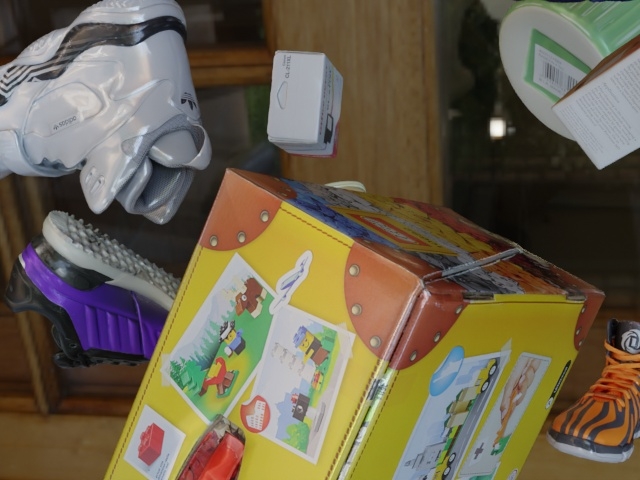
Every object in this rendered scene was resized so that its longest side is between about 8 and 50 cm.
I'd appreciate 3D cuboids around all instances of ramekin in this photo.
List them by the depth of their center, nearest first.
[{"bbox_3d":[0.435,-0.305,1.706,0.148,0.303,0.303,-38,143,-19],"label":"ramekin"}]

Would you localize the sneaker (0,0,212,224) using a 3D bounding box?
[{"bbox_3d":[-0.276,-0.097,1.137,0.137,0.366,0.210,11,54,-62],"label":"sneaker"}]

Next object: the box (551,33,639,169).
[{"bbox_3d":[0.358,-0.173,1.118,0.091,0.170,0.130,51,54,-2],"label":"box"}]

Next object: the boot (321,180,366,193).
[{"bbox_3d":[0.000,0.000,1.674,0.077,0.213,0.165,81,-15,-51],"label":"boot"}]

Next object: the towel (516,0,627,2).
[{"bbox_3d":[0.349,-0.408,1.300,0.308,0.076,0.227,-14,134,-45],"label":"towel"}]

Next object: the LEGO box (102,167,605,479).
[{"bbox_3d":[0.004,0.220,0.906,0.372,0.193,0.500,6,110,-57],"label":"LEGO box"}]

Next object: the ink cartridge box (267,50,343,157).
[{"bbox_3d":[-0.019,-0.191,1.500,0.175,0.072,0.127,10,86,-81],"label":"ink cartridge box"}]

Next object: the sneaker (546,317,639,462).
[{"bbox_3d":[0.427,0.208,1.534,0.321,0.124,0.180,-10,110,-59],"label":"sneaker"}]

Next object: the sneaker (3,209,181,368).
[{"bbox_3d":[-0.231,0.095,1.192,0.293,0.146,0.102,37,7,-30],"label":"sneaker"}]
